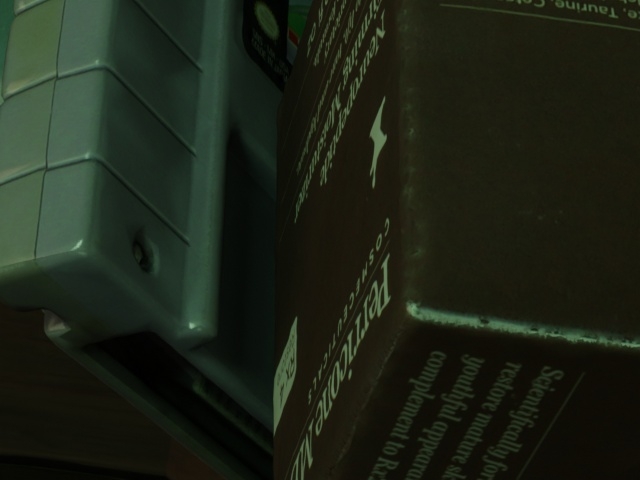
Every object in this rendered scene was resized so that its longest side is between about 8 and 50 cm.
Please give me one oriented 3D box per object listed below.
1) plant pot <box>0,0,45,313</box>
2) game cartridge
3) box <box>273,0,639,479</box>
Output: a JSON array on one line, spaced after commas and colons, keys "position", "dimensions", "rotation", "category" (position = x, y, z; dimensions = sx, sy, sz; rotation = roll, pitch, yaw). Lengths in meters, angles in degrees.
[{"position": [-0.036, -0.076, 1.145], "dimensions": [0.195, 0.290, 0.290], "rotation": [-24, 50, 35], "category": "plant pot"}, {"position": [0.000, 0.000, 0.793], "dimensions": [0.355, 0.068, 0.230], "rotation": [45, -139, -47], "category": "game cartridge"}, {"position": [0.082, -0.003, 0.612], "dimensions": [0.168, 0.167, 0.203], "rotation": [112, 163, -50], "category": "box"}]
